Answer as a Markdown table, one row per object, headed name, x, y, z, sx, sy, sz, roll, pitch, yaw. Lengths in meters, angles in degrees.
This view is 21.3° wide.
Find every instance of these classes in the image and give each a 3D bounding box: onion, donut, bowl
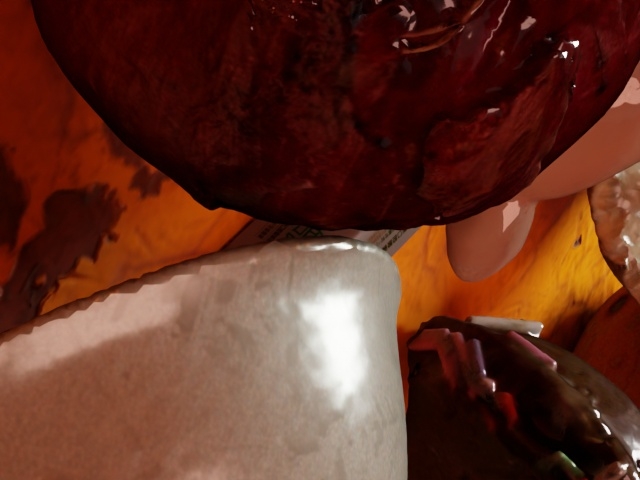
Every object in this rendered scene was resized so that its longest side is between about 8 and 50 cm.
| name | x | y | z | sx | sy | sz | roll | pitch | yaw |
| --- | --- | --- | --- | --- | --- | --- | --- | --- | --- |
| onion | 0.033 | -0.129 | 0.604 | 0.281 | 0.221 | 0.281 | -39 | 175 | -4 |
| donut | 0.127 | 0.227 | 1.031 | 0.136 | 0.259 | 0.345 | -14 | 127 | -42 |
| bowl | -0.072 | 0.143 | 0.623 | 0.313 | 0.146 | 0.313 | -29 | 164 | -9 |

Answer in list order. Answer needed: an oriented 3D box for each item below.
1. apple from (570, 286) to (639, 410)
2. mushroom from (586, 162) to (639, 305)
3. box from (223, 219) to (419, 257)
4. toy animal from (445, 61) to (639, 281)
| name | x | y | z | sx | sy | sz | roll | pitch | yaw |
| --- | --- | --- | --- | --- | --- | --- | --- | --- | --- |
| apple | 0.287 | 0.126 | 1.233 | 0.253 | 0.253 | 0.254 | -38 | 144 | -35 |
| mushroom | 0.267 | -0.054 | 1.026 | 0.301 | 0.208 | 0.233 | 25 | 73 | -81 |
| box | 0.000 | 0.000 | 0.840 | 0.207 | 0.050 | 0.041 | -44 | 149 | -27 |
| toy animal | 0.134 | -0.111 | 0.823 | 0.250 | 0.154 | 0.166 | -45 | 142 | -38 |
